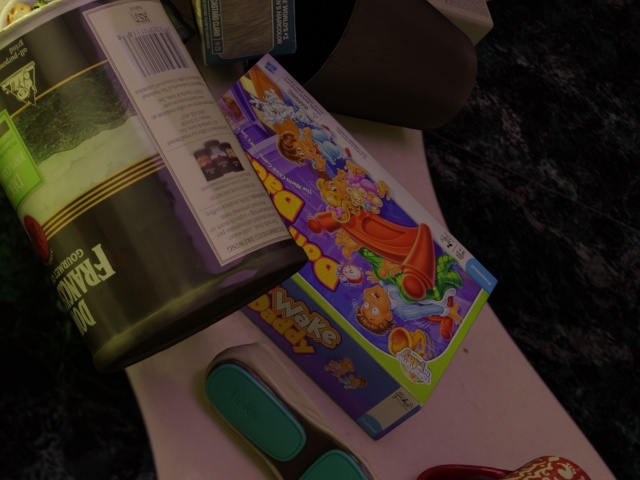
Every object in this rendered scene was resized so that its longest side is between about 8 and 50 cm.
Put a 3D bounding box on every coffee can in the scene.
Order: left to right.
[{"bbox_3d":[-0.163,-0.053,1.235,0.201,0.201,0.275,-23,81,-49],"label":"coffee can"}]

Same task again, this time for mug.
[{"bbox_3d":[0.184,0.261,1.394,0.169,0.113,0.150,-19,74,-52],"label":"mug"}]

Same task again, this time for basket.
[{"bbox_3d":[0.059,-0.217,1.625,0.227,0.204,0.154,18,17,-43],"label":"basket"}]

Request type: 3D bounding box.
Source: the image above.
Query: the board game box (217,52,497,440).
[{"bbox_3d":[0.000,0.000,1.460,0.347,0.078,0.233,44,39,-5],"label":"board game box"}]

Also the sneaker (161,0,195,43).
[{"bbox_3d":[-0.173,-0.227,1.466,0.089,0.051,0.170,48,9,-8],"label":"sneaker"}]

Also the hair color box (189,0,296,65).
[{"bbox_3d":[-0.109,-0.375,1.553,0.105,0.174,0.347,-10,54,-7],"label":"hair color box"}]

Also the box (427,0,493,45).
[{"bbox_3d":[0.074,-0.302,1.762,0.275,0.094,0.113,10,52,-37],"label":"box"}]

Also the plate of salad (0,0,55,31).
[{"bbox_3d":[-0.223,-0.176,1.424,0.200,0.048,0.200,24,44,-26],"label":"plate of salad"}]

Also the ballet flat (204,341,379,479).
[{"bbox_3d":[-0.005,0.192,1.306,0.248,0.086,0.086,52,39,6],"label":"ballet flat"}]
